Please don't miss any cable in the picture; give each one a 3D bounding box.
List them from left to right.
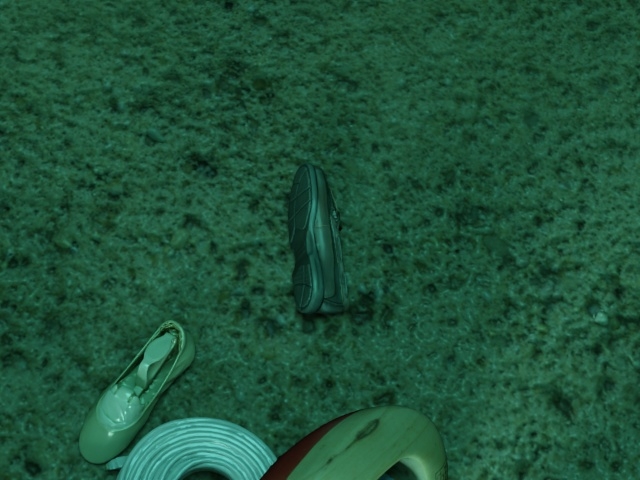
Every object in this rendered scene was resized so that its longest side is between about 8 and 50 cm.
[{"bbox_3d":[-0.167,0.373,1.517,0.257,0.089,0.257,-24,66,-22],"label":"cable"}]

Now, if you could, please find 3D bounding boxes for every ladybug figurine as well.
[{"bbox_3d":[0.023,0.379,1.438,0.162,0.305,0.449,7,18,34],"label":"ladybug figurine"}]

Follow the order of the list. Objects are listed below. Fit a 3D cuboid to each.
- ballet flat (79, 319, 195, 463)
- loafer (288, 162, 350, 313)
[{"bbox_3d":[-0.277,0.219,1.595,0.086,0.086,0.248,31,60,9],"label":"ballet flat"},{"bbox_3d":[0.000,0.000,1.779,0.084,0.096,0.267,11,63,-27],"label":"loafer"}]
